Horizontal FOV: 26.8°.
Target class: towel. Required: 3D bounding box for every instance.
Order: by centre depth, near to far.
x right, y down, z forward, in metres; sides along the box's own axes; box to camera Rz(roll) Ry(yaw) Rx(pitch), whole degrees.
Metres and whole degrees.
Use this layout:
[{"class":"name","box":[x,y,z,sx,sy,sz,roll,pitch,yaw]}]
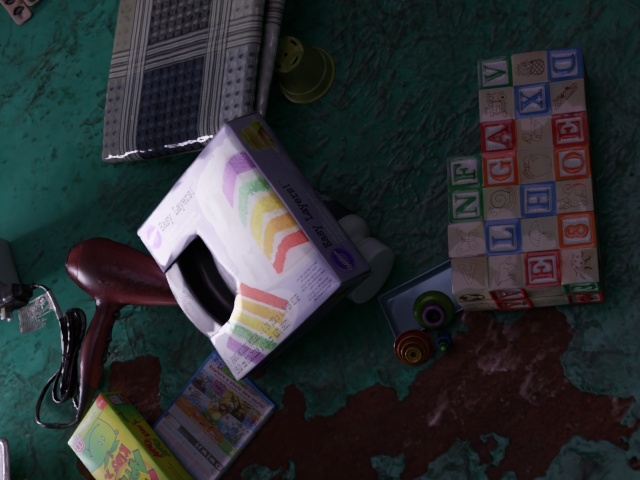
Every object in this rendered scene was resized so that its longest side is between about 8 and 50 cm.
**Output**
[{"class":"towel","box":[-0.173,-0.271,1.839,0.312,0.056,0.324,-7,73,42]}]

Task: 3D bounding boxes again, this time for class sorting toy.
[{"class":"sorting toy","box":[0.131,0.114,1.633,0.061,0.042,0.102,25,107,-3]}]

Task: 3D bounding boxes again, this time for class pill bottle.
[{"class":"pill bottle","box":[0.000,0.000,1.696,0.180,0.108,0.108,33,90,26]}]

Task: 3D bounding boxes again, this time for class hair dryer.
[{"class":"hair dryer","box":[-0.291,0.107,1.822,0.293,0.080,0.224,-28,83,19]}]

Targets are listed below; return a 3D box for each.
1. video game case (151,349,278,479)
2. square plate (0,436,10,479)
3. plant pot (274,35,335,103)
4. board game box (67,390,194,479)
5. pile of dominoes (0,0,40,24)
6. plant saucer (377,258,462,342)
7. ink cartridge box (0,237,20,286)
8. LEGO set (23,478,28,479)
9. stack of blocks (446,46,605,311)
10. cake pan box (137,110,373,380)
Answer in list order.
[{"class":"video game case","box":[-0.147,0.242,1.741,0.119,0.015,0.166,40,93,27]},{"class":"square plate","box":[-0.554,0.468,1.826,0.347,0.049,0.344,-14,71,18]},{"class":"plant pot","box":[-0.033,-0.235,1.791,0.083,0.079,0.083,-6,73,22]},{"class":"board game box","box":[-0.243,0.291,1.737,0.181,0.043,0.092,46,112,26]},{"class":"pile of dominoes","box":[-0.465,-0.475,2.017,0.196,0.040,0.251,33,90,2]},{"class":"plant saucer","box":[0.167,0.056,1.662,0.192,0.018,0.067,-29,67,13]},{"class":"ink cartridge box","box":[-0.554,0.061,1.881,0.212,0.154,0.093,-26,66,15]},{"class":"LEGO set","box":[-0.477,0.428,1.671,0.331,0.192,0.255,-7,73,20]},{"class":"stack of blocks","box":[0.243,-0.072,1.614,0.171,0.087,0.297,-5,71,15]},{"class":"cake pan box","box":[-0.091,0.013,1.660,0.246,0.070,0.267,57,134,11]}]
